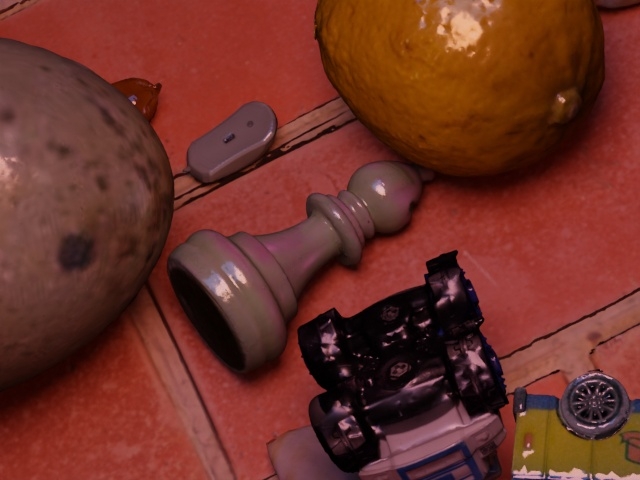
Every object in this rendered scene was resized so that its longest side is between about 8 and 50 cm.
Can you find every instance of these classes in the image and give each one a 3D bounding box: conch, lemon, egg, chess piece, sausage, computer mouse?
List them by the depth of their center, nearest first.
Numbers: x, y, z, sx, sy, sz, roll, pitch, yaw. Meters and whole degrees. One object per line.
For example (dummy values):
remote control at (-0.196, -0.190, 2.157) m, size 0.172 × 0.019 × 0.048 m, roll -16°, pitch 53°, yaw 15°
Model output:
conch at (0.024, 0.223, 1.544) m, size 0.104 × 0.094 × 0.176 m, roll -54°, pitch 36°, yaw -2°
egg at (-0.346, -0.020, 1.606) m, size 0.428 × 0.345 × 0.345 m, roll -5°, pitch 60°, yaw -1°
lemon at (0.124, -0.193, 1.638) m, size 0.245 × 0.245 × 0.320 m, roll -43°, pitch 55°, yaw -11°
chess piece at (0.000, 0.000, 1.646) m, size 0.271 × 0.139 × 0.139 m, roll -33°, pitch 59°, yaw -18°
computer mouse at (-0.088, -0.094, 1.760) m, size 0.110 × 0.032 × 0.056 m, roll -32°, pitch 58°, yaw 7°
sausage at (-0.242, -0.115, 1.798) m, size 0.183 × 0.054 × 0.062 m, roll -27°, pitch 27°, yaw 1°

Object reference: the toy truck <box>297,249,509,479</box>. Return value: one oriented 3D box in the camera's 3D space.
toy truck at (0.087, 0.133, 1.489) m, size 0.161 × 0.177 × 0.213 m, roll -23°, pitch 38°, yaw 9°

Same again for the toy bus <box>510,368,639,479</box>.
toy bus at (0.307, 0.223, 1.417) m, size 0.312 × 0.152 × 0.190 m, roll 1°, pitch 59°, yaw 14°

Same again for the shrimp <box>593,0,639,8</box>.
shrimp at (0.269, -0.320, 1.740) m, size 0.287 × 0.068 × 0.185 m, roll 29°, pitch 84°, yaw 3°
